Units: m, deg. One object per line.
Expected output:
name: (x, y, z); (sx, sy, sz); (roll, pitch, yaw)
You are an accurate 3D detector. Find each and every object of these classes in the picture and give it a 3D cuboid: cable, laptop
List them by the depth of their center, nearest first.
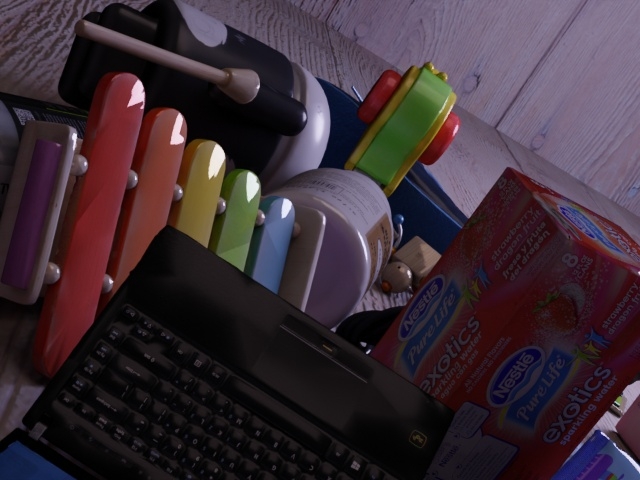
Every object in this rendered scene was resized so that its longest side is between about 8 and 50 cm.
laptop: (-0.048, 0.121, 0.677); (0.234, 0.136, 0.264); (34, 59, -1)
cable: (0.090, 0.101, 1.059); (0.150, 0.047, 0.184); (-2, -18, 7)

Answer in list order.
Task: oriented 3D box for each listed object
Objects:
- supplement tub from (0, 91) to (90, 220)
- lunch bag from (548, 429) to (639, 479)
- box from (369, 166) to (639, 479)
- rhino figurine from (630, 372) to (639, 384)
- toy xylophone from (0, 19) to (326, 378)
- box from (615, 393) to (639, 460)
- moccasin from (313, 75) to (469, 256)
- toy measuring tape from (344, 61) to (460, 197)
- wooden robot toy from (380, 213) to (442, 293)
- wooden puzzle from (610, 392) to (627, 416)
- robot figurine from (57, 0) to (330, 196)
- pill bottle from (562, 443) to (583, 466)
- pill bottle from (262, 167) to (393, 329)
supplement tub: (-0.215, -0.047, 0.890); (0.117, 0.117, 0.190); (43, 19, 28)
lunch bag: (0.172, 0.275, 0.725); (0.221, 0.138, 0.293); (42, 28, 18)
box: (0.135, 0.092, 0.903); (0.128, 0.257, 0.123); (25, 20, -26)
rhino figurine: (0.337, 0.100, 1.515); (0.243, 0.106, 0.073); (37, 18, 13)
toy xylophone: (-0.113, -0.027, 0.867); (0.081, 0.236, 0.322); (12, 6, 33)
box: (0.451, 0.233, 1.281); (0.127, 0.149, 0.232); (25, 18, -26)
moccasin: (0.071, -0.061, 1.486); (0.342, 0.137, 0.117); (51, 15, 9)
toy measuring tape: (0.079, -0.102, 1.335); (0.121, 0.121, 0.330); (33, 49, -3)
wooden robot toy: (0.102, 0.046, 1.349); (0.173, 0.076, 0.079); (40, 53, 21)
wooden puzzle: (0.347, 0.184, 1.461); (0.116, 0.014, 0.078); (34, 16, 2)
robot figurine: (-0.123, -0.137, 1.224); (0.278, 0.173, 0.209); (23, 28, -30)
pill bottle: (0.182, 0.192, 1.006); (0.087, 0.087, 0.160); (23, 19, -32)
pill bottle: (0.000, 0.000, 1.129); (0.131, 0.131, 0.229); (35, 17, 4)
